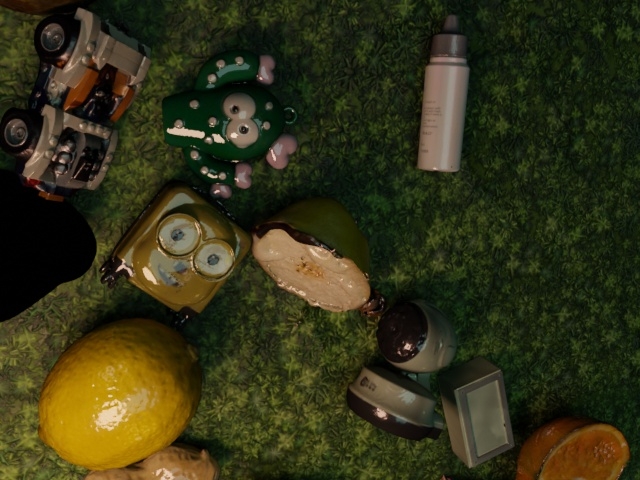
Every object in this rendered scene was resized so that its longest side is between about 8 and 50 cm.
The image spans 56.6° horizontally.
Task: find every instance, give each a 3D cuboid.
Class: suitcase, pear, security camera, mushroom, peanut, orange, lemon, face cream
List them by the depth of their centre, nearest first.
[{"bbox_3d":[-0.350,0.268,1.039,0.320,0.245,0.245,-30,112,6],"label":"lemon"},{"bbox_3d":[-0.253,0.022,1.074,0.194,0.143,0.235,39,87,-24],"label":"suitcase"},{"bbox_3d":[0.001,0.002,1.159,0.267,0.267,0.178,40,54,-24],"label":"pear"},{"bbox_3d":[-0.332,0.469,1.176,0.263,0.101,0.117,-8,80,-16],"label":"peanut"},{"bbox_3d":[0.255,-0.299,1.218,0.092,0.092,0.311,-3,104,-20],"label":"face cream"},{"bbox_3d":[0.054,0.118,1.268,0.187,0.061,0.060,17,103,-12],"label":"mushroom"},{"bbox_3d":[0.189,0.264,1.279,0.191,0.197,0.277,28,85,-34],"label":"security camera"},{"bbox_3d":[0.619,0.578,1.479,0.274,0.274,0.310,5,135,-22],"label":"orange"}]

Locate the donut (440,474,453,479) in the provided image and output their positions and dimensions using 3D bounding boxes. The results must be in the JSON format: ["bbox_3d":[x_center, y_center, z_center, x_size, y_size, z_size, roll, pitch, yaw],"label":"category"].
[{"bbox_3d":[0.372,0.642,1.471,0.166,0.117,0.065,8,104,-23],"label":"donut"}]

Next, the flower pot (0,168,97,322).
[{"bbox_3d":[-0.514,0.022,0.941,0.269,0.269,0.166,30,110,-24],"label":"flower pot"}]

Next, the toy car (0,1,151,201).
[{"bbox_3d":[-0.378,-0.206,0.948,0.118,0.193,0.301,22,93,17],"label":"toy car"}]

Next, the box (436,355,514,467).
[{"bbox_3d":[0.375,0.414,1.434,0.130,0.086,0.225,-20,109,-15],"label":"box"}]

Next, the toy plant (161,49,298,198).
[{"bbox_3d":[-0.157,-0.214,1.072,0.243,0.112,0.232,-30,101,-7],"label":"toy plant"}]

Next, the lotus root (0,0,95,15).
[{"bbox_3d":[-0.392,-0.450,0.812,0.251,0.346,0.250,-2,96,-16],"label":"lotus root"}]
